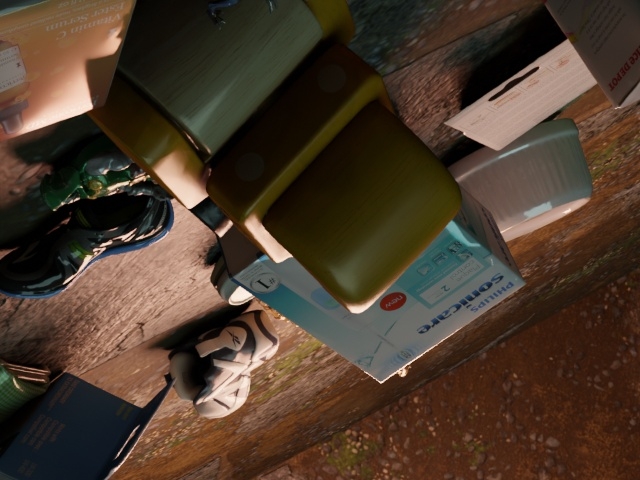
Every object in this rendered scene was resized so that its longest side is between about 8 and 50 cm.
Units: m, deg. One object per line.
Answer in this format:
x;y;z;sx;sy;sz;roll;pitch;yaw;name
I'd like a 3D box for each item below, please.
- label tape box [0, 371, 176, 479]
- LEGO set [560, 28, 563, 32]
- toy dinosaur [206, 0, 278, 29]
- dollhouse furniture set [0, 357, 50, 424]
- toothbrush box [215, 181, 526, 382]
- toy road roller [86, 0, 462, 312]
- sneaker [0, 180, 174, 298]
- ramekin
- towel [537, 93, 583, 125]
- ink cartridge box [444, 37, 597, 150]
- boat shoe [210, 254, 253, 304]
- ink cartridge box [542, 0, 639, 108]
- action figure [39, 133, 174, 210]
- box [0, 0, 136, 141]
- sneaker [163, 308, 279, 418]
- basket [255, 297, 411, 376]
-0.359;0.281;1.882;0.348;0.115;0.249;-40;-171;23;label tape box
0.344;-0.314;1.666;0.182;0.060;0.244;-11;157;-22;LEGO set
-0.051;-0.180;1.058;0.082;0.047;0.090;-32;165;39;toy dinosaur
-0.414;0.244;1.747;0.197;0.151;0.301;-33;165;7;dollhouse furniture set
0.053;0.004;1.704;0.216;0.126;0.295;-35;137;16;toothbrush box
-0.018;-0.081;1.232;0.202;0.240;0.329;-48;163;-4;toy road roller
-0.234;-0.007;1.490;0.188;0.067;0.078;-27;143;-9;sneaker
0.264;-0.071;2.056;0.207;0.109;0.207;-22;171;-4;ramekin
0.288;-0.174;1.993;0.110;0.027;0.148;-13;157;-51;towel
0.240;-0.188;1.813;0.181;0.056;0.225;-34;162;17;ink cartridge box
0.000;0.000;1.849;0.302;0.103;0.113;-36;164;19;boat shoe
0.296;-0.238;1.518;0.072;0.175;0.127;-24;164;-24;ink cartridge box
-0.150;-0.077;1.415;0.232;0.063;0.137;-20;165;-23;action figure
-0.205;-0.147;1.018;0.130;0.091;0.170;-24;163;-26;box
-0.168;0.192;2.168;0.153;0.094;0.235;-15;160;-37;sneaker
0.049;0.032;2.068;0.213;0.223;0.299;-63;166;-7;basket
